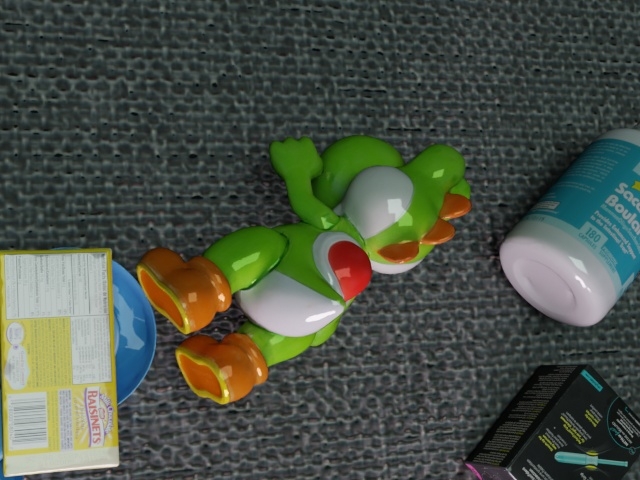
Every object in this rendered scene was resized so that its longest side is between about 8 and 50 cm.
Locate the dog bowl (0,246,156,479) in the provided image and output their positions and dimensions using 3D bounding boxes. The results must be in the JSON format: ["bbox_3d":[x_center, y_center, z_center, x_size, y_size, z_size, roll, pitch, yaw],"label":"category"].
[{"bbox_3d":[-0.299,0.135,0.974,0.297,0.074,0.166,-41,98,-21],"label":"dog bowl"}]

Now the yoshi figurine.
[{"bbox_3d":[-0.012,0.001,1.057,0.362,0.203,0.203,-32,74,-23],"label":"yoshi figurine"}]

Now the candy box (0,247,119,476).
[{"bbox_3d":[-0.245,0.111,0.942,0.105,0.027,0.206,0,83,-23],"label":"candy box"}]

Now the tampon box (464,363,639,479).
[{"bbox_3d":[0.272,0.239,1.159,0.120,0.101,0.161,47,71,-8],"label":"tampon box"}]

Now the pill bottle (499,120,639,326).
[{"bbox_3d":[0.344,-0.034,1.201,0.146,0.146,0.264,48,70,-8],"label":"pill bottle"}]
